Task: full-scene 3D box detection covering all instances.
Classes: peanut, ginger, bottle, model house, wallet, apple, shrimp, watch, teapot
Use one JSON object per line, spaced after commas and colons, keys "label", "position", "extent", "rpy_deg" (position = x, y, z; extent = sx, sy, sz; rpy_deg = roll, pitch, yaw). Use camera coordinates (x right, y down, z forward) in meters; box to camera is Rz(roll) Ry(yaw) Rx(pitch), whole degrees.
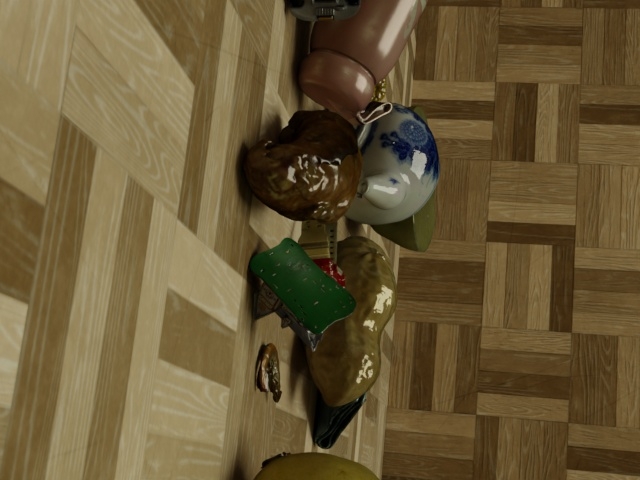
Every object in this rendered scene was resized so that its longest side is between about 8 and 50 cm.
{"label": "peanut", "position": [0.064, 0.156, 1.967], "extent": [0.169, 0.192, 0.387], "rpy_deg": [35, 47, -30]}
{"label": "ginger", "position": [-0.014, -0.114, 1.542], "extent": [0.165, 0.172, 0.321], "rpy_deg": [-50, -178, 18]}
{"label": "bottle", "position": [0.086, -0.370, 1.799], "extent": [0.206, 0.173, 0.296], "rpy_deg": [33, 76, -31]}
{"label": "model house", "position": [-0.042, 0.095, 1.545], "extent": [0.117, 0.167, 0.088], "rpy_deg": [-34, 161, -44]}
{"label": "wallet", "position": [0.058, 0.294, 2.131], "extent": [0.290, 0.054, 0.251], "rpy_deg": [118, -13, -54]}
{"label": "apple", "position": [0.226, -0.158, 2.545], "extent": [0.311, 0.320, 0.360], "rpy_deg": [-49, 177, 22]}
{"label": "shrimp", "position": [-0.085, 0.233, 1.635], "extent": [0.091, 0.025, 0.127], "rpy_deg": [-73, 159, -53]}
{"label": "watch", "position": [-0.001, 0.002, 1.891], "extent": [0.165, 0.102, 0.268], "rpy_deg": [78, 10, -50]}
{"label": "teapot", "position": [0.091, -0.173, 1.969], "extent": [0.252, 0.280, 0.424], "rpy_deg": [-48, -154, 20]}

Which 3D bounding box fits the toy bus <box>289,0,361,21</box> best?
{"label": "toy bus", "position": [0.005, -0.487, 1.648], "extent": [0.136, 0.126, 0.209], "rpy_deg": [-86, 174, -60]}

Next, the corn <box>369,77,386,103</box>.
{"label": "corn", "position": [0.104, -0.459, 2.284], "extent": [0.102, 0.102, 0.312], "rpy_deg": [-67, 156, -62]}

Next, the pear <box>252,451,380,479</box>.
{"label": "pear", "position": [0.004, 0.478, 1.477], "extent": [0.309, 0.309, 0.309], "rpy_deg": [3, 90, -80]}
